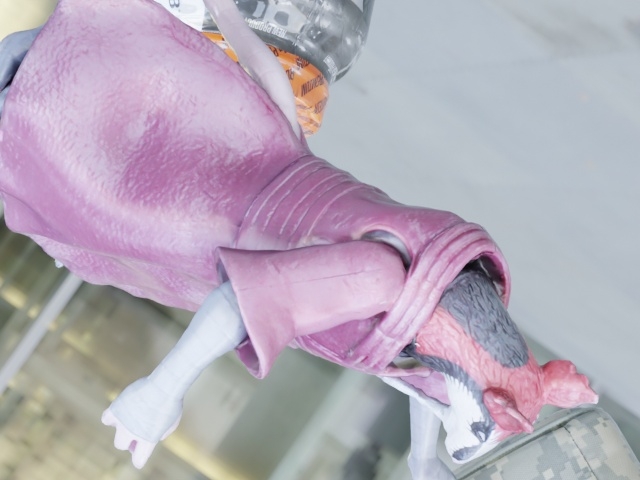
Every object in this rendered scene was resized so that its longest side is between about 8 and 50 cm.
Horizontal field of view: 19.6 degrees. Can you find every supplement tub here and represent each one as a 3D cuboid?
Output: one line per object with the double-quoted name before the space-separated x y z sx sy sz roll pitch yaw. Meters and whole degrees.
"supplement tub" -0.046 -0.264 1.509 0.207 0.338 0.207 11 163 3

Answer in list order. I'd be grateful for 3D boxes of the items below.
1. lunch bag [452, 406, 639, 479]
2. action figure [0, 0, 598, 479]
"lunch bag" 0.110 0.289 1.154 0.256 0.305 0.212 59 172 18
"action figure" 0.000 0.000 1.011 0.370 0.276 0.248 23 -178 31
